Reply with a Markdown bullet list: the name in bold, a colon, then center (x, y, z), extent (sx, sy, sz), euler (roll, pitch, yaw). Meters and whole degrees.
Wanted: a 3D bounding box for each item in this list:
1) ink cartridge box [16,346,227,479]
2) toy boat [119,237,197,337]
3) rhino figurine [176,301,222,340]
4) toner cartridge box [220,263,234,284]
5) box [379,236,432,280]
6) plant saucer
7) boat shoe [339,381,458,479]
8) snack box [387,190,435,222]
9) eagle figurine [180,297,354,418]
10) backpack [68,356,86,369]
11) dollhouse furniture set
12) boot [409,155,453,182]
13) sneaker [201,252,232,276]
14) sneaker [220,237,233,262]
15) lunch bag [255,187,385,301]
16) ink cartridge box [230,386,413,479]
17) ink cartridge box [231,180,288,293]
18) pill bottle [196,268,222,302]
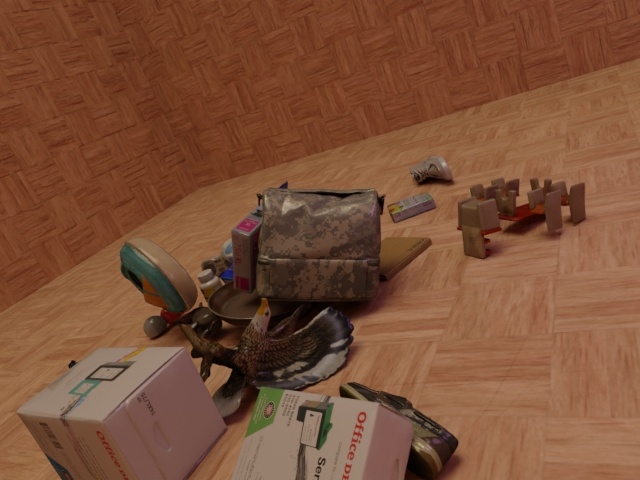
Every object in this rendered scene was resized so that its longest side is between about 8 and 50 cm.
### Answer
- **ink cartridge box**: center (-0.359, 0.331, 0.958), extent (0.270, 0.198, 0.197), euler (-8, 22, 34)
- **toy boat**: center (-0.459, 0.154, 1.473), extent (0.268, 0.318, 0.148), euler (34, 56, 23)
- **rhino figurine**: center (-0.333, 0.222, 1.435), extent (0.106, 0.073, 0.243), euler (-34, 14, -18)
- **toner cartridge box**: center (-0.144, 0.024, 1.647), extent (0.165, 0.075, 0.347), euler (-1, 42, 50)
- **box**: center (0.181, 0.045, 1.422), extent (0.201, 0.021, 0.165), euler (-35, 22, -33)
- **plant saucer**: center (-0.136, 0.151, 1.361), extent (0.311, 0.050, 0.310), euler (-6, 18, 2)
- **boat shoe**: center (0.112, 0.272, 0.784), extent (0.074, 0.080, 0.224), euler (-25, 23, -25)
- **snack box**: center (0.295, -0.111, 1.705), extent (0.141, 0.037, 0.100), euler (-20, 19, 5)
- **eagle figurine**: center (-0.107, 0.219, 1.073), extent (0.299, 0.225, 0.226), euler (4, 46, -33)
- **backpack**: center (-0.576, 0.354, 1.290), extent (0.084, 0.104, 0.114), euler (-23, 23, 0)
- **dollhouse furniture set**: center (0.468, -0.061, 1.286), extent (0.259, 0.135, 0.262), euler (-17, 15, -22)
- **boot**: center (0.399, -0.246, 1.911), extent (0.124, 0.095, 0.258), euler (-26, 9, 7)
- **sneaker**: center (-0.310, 0.064, 1.835), extent (0.232, 0.090, 0.115), euler (-9, 19, 33)
- **sneaker**: center (-0.198, -0.013, 1.610), extent (0.237, 0.085, 0.086), euler (-41, 52, -19)
- **lunch bag**: center (0.000, 0.000, 1.244), extent (0.306, 0.255, 0.212), euler (1, 11, 0)
- **ink cartridge box**: center (-0.002, 0.297, 0.712), extent (0.220, 0.093, 0.160), euler (-7, 55, 40)
- **ink cartridge box**: center (-0.140, -0.018, 1.420), extent (0.065, 0.185, 0.311), euler (14, 35, 15)
- **pill bottle**: center (-0.325, 0.147, 1.564), extent (0.065, 0.116, 0.065), euler (-20, 18, 7)
